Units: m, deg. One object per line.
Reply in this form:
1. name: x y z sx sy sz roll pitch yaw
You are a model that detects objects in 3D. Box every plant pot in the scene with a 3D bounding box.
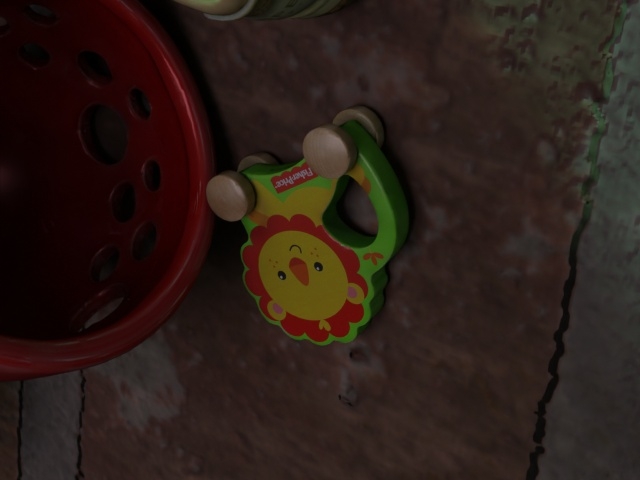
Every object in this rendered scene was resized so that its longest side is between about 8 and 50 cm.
1. plant pot: -0.169 -0.024 0.554 0.174 0.191 0.191 -16 97 49

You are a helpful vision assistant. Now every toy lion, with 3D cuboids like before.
1. toy lion: 0.000 0.000 0.534 0.100 0.034 0.096 -22 100 40

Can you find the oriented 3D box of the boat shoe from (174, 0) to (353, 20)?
1. boat shoe: -0.099 -0.191 0.492 0.285 0.089 0.104 39 127 19
